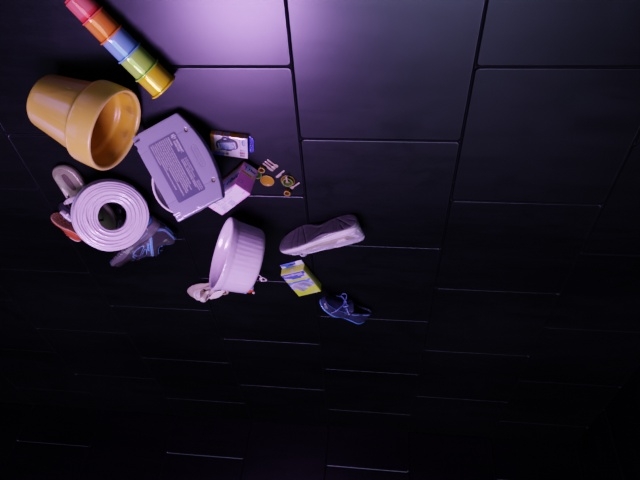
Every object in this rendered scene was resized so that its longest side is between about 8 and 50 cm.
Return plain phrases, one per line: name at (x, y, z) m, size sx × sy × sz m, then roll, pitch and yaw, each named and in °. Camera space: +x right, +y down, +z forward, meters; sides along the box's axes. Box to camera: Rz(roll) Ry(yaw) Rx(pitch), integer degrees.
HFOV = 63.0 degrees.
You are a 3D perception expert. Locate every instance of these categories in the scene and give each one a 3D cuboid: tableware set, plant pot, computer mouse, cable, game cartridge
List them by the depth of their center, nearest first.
plant pot at (-0.703, -0.366, 1.532) m, size 0.239 × 0.254 × 0.253 m, roll 23°, pitch 138°, yaw 4°
game cartridge at (-0.431, -0.232, 1.630) m, size 0.198 × 0.062 × 0.297 m, roll -27°, pitch 94°, yaw 1°
tableware set at (-0.156, -0.206, 1.781) m, size 0.154 × 0.024 × 0.104 m, roll 35°, pitch 132°, yaw -28°
cable at (-0.736, -0.091, 1.836) m, size 0.257 × 0.257 × 0.089 m, roll 55°, pitch 161°, yaw -19°
computer mouse at (-0.865, -0.102, 1.972) m, size 0.262 × 0.060 × 0.184 m, roll 17°, pitch 138°, yaw -12°

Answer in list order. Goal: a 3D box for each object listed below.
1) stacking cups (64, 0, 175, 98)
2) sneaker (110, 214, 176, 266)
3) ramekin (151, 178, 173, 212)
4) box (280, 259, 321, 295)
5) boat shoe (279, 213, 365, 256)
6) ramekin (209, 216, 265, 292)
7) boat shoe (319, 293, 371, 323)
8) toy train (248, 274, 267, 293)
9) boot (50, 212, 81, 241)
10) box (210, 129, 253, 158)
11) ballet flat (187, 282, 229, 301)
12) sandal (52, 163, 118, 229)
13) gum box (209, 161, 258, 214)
stacking cups at (-0.544, -0.530, 1.417) m, size 0.096 × 0.095 × 0.316 m, roll -23°, pitch 131°, yaw 30°
sneaker at (-0.706, 0.033, 2.053) m, size 0.341 × 0.125 × 0.140 m, roll -30°, pitch 128°, yaw 35°
ramekin at (-0.436, -0.189, 1.716) m, size 0.208 × 0.109 × 0.206 m, roll 0°, pitch 96°, yaw 3°
box at (-0.083, 0.158, 2.165) m, size 0.109 × 0.042 × 0.178 m, roll -16°, pitch 134°, yaw 23°
boat shoe at (0.001, -0.002, 1.921) m, size 0.321 × 0.118 × 0.103 m, roll -18°, pitch 128°, yaw 17°
ramekin at (-0.306, 0.062, 1.925) m, size 0.135 × 0.277 × 0.277 m, roll 15°, pitch 138°, yaw -21°
boat shoe at (0.111, 0.280, 2.249) m, size 0.258 × 0.108 × 0.089 m, roll 20°, pitch 132°, yaw -38°
toy train at (-0.300, 0.163, 2.202) m, size 0.125 × 0.046 × 0.166 m, roll 29°, pitch 137°, yaw -25°
boot at (-0.997, -0.048, 2.057) m, size 0.085 × 0.059 × 0.158 m, roll -24°, pitch 131°, yaw 37°
box at (-0.284, -0.309, 1.682) m, size 0.136 × 0.028 × 0.081 m, roll 8°, pitch 138°, yaw 2°
ballet flat at (-0.488, 0.224, 2.268) m, size 0.249 × 0.086 × 0.086 m, roll -17°, pitch 133°, yaw 25°
sandal at (-0.859, -0.132, 1.877) m, size 0.120 × 0.086 × 0.302 m, roll -25°, pitch 117°, yaw 16°
gum box at (-0.299, -0.172, 1.762) m, size 0.062 × 0.107 × 0.188 m, roll 34°, pitch 139°, yaw -27°
